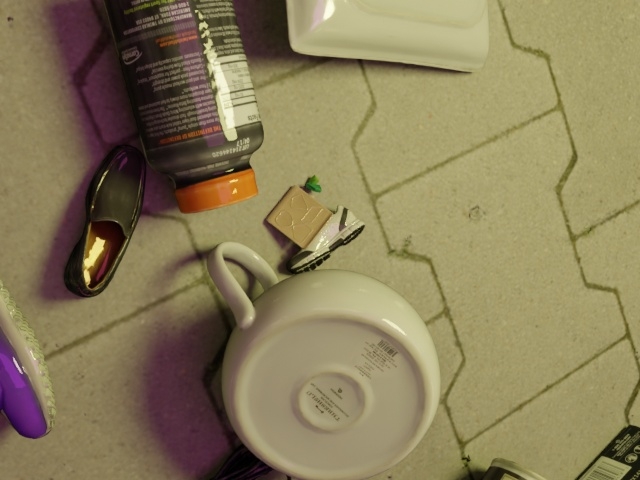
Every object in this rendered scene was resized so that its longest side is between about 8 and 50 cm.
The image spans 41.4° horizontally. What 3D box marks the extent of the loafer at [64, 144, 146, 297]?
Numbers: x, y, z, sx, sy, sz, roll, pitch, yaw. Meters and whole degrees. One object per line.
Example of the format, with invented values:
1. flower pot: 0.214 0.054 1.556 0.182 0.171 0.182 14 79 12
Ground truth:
1. loafer: -0.218 -0.020 0.891 0.062 0.061 0.170 16 85 -25

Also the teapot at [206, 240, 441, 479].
1. teapot: 0.007 0.128 0.952 0.252 0.187 0.256 -3 113 0

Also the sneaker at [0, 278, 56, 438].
1. sneaker: -0.370 0.081 0.808 0.146 0.102 0.293 -30 102 -15

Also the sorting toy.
1. sorting toy: -0.017 -0.037 1.009 0.062 0.012 0.083 37 75 5

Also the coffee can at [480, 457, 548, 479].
1. coffee can: 0.224 0.445 1.059 0.201 0.201 0.275 47 73 -21

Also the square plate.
1. square plate: 0.093 -0.381 0.983 0.344 0.049 0.347 -6 93 -44

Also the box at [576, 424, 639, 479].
1. box: 0.505 0.433 1.232 0.165 0.143 0.270 -37 108 -18

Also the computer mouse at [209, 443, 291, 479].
1. computer mouse: -0.045 0.340 0.896 0.188 0.272 0.072 -39 151 -23

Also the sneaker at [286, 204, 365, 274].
1. sneaker: 0.000 0.000 1.021 0.109 0.040 0.044 -36 76 -14

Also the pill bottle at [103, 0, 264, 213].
1. pill bottle: -0.135 -0.155 0.888 0.130 0.130 0.246 -17 100 -25
